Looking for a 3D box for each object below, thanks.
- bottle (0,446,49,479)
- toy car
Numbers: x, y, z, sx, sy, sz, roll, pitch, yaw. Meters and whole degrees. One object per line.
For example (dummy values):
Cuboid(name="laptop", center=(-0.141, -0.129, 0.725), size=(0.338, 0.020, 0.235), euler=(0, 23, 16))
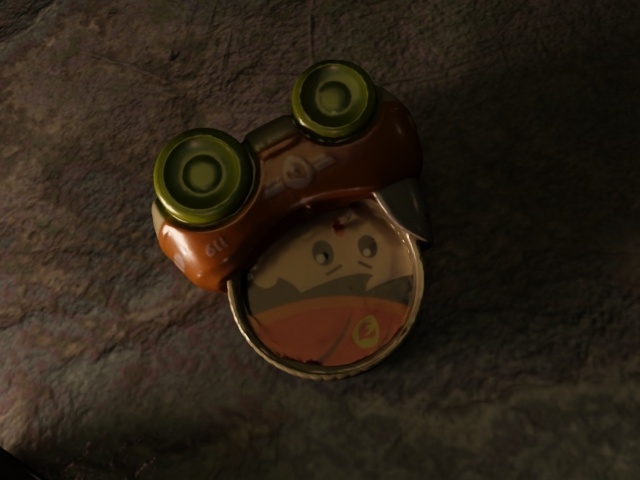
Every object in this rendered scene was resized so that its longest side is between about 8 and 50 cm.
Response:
Cuboid(name="bottle", center=(-0.197, 0.224, 0.501), size=(0.244, 0.072, 0.082), euler=(21, 47, 23))
Cuboid(name="toy car", center=(0.000, 0.000, 0.555), size=(0.235, 0.145, 0.235), euler=(0, 78, 2))
